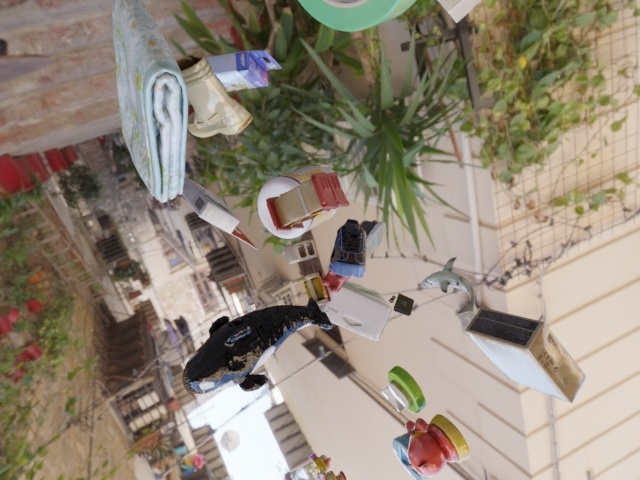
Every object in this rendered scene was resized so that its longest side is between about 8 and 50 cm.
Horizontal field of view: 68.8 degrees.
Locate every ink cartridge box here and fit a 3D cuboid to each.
[{"bbox_3d":[-0.309,0.305,2.101,0.029,0.063,0.115,-20,-150,-22],"label":"ink cartridge box"},{"bbox_3d":[-0.289,-0.514,1.444,0.310,0.065,0.186,-6,-179,11],"label":"ink cartridge box"},{"bbox_3d":[-0.331,-0.092,1.560,0.060,0.238,0.275,-55,-143,3],"label":"ink cartridge box"},{"bbox_3d":[0.511,0.283,1.171,0.088,0.235,0.193,-51,-156,-15],"label":"ink cartridge box"},{"bbox_3d":[0.117,0.232,1.708,0.223,0.129,0.307,23,-178,-2],"label":"ink cartridge box"}]

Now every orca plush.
[{"bbox_3d":[-0.116,0.185,0.843,0.287,0.151,0.102,-13,159,-10],"label":"orca plush"}]

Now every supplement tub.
[{"bbox_3d":[-0.067,-0.165,1.868,0.240,0.241,0.331,-2,-163,32],"label":"supplement tub"}]

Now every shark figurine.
[{"bbox_3d":[0.521,0.179,1.733,0.166,0.116,0.278,-50,-143,2],"label":"shark figurine"}]

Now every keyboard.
[{"bbox_3d":[0.353,0.278,2.057,0.108,0.023,0.180,24,-161,9],"label":"keyboard"}]

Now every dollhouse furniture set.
[{"bbox_3d":[0.000,0.000,1.434,0.201,0.374,0.152,-22,176,31],"label":"dollhouse furniture set"}]

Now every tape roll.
[{"bbox_3d":[0.058,-0.549,0.826,0.321,0.322,0.077,6,-148,45],"label":"tape roll"}]

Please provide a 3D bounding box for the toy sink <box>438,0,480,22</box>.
[{"bbox_3d":[0.376,-0.677,1.135,0.234,0.131,0.153,-39,178,28],"label":"toy sink"}]

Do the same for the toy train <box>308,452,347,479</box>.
[{"bbox_3d":[0.029,0.544,1.057,0.046,0.125,0.166,-28,-167,-18],"label":"toy train"}]

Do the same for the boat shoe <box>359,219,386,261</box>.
[{"bbox_3d":[0.128,0.024,1.639,0.091,0.115,0.302,14,-146,29],"label":"boat shoe"}]

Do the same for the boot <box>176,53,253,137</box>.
[{"bbox_3d":[-0.311,-0.364,1.187,0.261,0.203,0.095,15,-118,47],"label":"boot"}]

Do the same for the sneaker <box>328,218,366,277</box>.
[{"bbox_3d":[0.064,0.013,1.049,0.081,0.091,0.232,8,-166,-3],"label":"sneaker"}]

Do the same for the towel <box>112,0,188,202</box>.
[{"bbox_3d":[-0.396,-0.314,1.063,0.090,0.375,0.321,-15,-122,-29],"label":"towel"}]

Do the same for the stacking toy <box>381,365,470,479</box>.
[{"bbox_3d":[0.226,0.506,1.249,0.130,0.309,0.280,-29,-117,-20],"label":"stacking toy"}]
